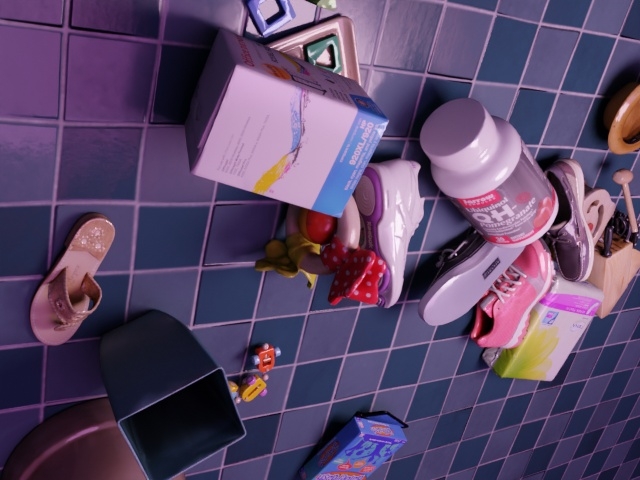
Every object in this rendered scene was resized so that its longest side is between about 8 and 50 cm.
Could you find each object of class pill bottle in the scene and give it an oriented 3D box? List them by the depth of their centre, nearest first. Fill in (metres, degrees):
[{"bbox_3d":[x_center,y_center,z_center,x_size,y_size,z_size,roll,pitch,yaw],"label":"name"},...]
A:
[{"bbox_3d":[0.322,-0.129,1.314,0.176,0.176,0.318,-50,132,2],"label":"pill bottle"}]

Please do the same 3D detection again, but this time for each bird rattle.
[{"bbox_3d":[0.000,0.000,1.146,0.143,0.254,0.206,-2,94,-34],"label":"bird rattle"}]

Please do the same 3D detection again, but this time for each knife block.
[{"bbox_3d":[0.721,0.048,1.755,0.242,0.088,0.275,18,106,-39],"label":"knife block"}]

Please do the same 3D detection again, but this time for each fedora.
[{"bbox_3d":[0.702,-0.291,1.537,0.195,0.079,0.194,-18,132,-22],"label":"fedora"}]

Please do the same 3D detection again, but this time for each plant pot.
[{"bbox_3d":[-0.260,0.231,1.103,0.166,0.234,0.165,-26,129,-20],"label":"plant pot"},{"bbox_3d":[-0.351,0.482,1.168,0.323,0.280,0.323,-18,127,-25],"label":"plant pot"}]

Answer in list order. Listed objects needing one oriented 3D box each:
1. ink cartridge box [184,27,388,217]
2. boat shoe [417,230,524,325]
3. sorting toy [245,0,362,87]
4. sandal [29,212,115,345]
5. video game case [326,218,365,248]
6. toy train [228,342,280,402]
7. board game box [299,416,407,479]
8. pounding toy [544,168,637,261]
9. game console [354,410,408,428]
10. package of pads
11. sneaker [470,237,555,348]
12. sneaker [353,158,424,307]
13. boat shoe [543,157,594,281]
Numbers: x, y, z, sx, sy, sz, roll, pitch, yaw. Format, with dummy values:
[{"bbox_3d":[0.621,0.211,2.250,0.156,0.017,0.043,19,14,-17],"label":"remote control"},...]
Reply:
[{"bbox_3d":[-0.059,-0.169,0.986,0.233,0.171,0.168,15,117,-24],"label":"ink cartridge box"},{"bbox_3d":[0.308,0.056,1.469,0.306,0.105,0.113,-45,129,-11],"label":"boat shoe"},{"bbox_3d":[-0.016,-0.244,1.101,0.196,0.047,0.347,-26,129,-19],"label":"sorting toy"},{"bbox_3d":[-0.373,0.078,1.036,0.088,0.079,0.239,15,108,-39],"label":"sandal"},{"bbox_3d":[0.066,0.024,1.346,0.087,0.011,0.122,-36,131,-10],"label":"video game case"},{"bbox_3d":[-0.158,0.261,1.321,0.166,0.046,0.125,-20,126,-27],"label":"toy train"},{"bbox_3d":[0.076,0.503,1.589,0.160,0.047,0.210,22,119,-38],"label":"board game box"},{"bbox_3d":[0.632,-0.048,1.587,0.154,0.155,0.269,6,114,-41],"label":"pounding toy"},{"bbox_3d":[0.133,0.454,1.614,0.122,0.071,0.107,42,76,-42],"label":"game console"},{"bbox_3d":[0.574,0.219,1.753,0.229,0.101,0.296,14,110,-37],"label":"package of pads"},{"bbox_3d":[0.443,0.130,1.599,0.136,0.116,0.313,-3,118,-30],"label":"sneaker"},{"bbox_3d":[0.145,-0.011,1.299,0.152,0.114,0.304,-20,123,-33],"label":"sneaker"},{"bbox_3d":[0.540,-0.039,1.524,0.092,0.103,0.285,-16,104,-33],"label":"boat shoe"}]
